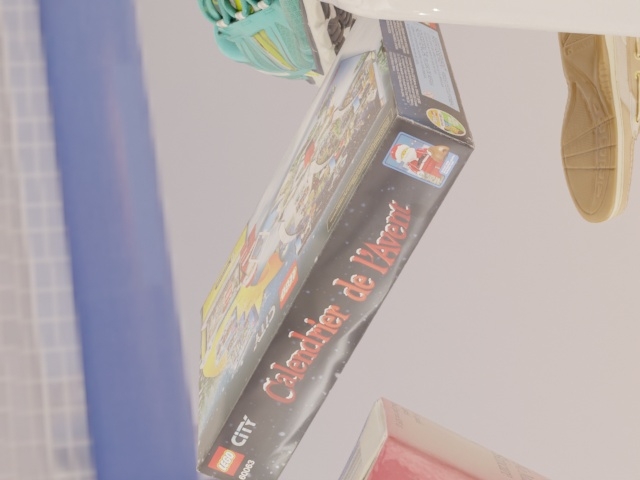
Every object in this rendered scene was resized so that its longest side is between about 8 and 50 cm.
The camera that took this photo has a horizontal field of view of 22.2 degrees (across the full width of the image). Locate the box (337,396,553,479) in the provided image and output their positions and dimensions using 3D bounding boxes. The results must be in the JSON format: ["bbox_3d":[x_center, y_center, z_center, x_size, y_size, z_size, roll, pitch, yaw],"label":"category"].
[{"bbox_3d":[0.126,0.246,1.356,0.127,0.232,0.148,-64,-176,6],"label":"box"}]

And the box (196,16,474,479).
[{"bbox_3d":[0.000,0.000,0.884,0.233,0.044,0.159,-61,-162,26],"label":"box"}]

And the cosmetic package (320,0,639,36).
[{"bbox_3d":[0.168,-0.141,0.516,0.197,0.365,0.155,-135,-130,-71],"label":"cosmetic package"}]

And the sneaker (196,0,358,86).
[{"bbox_3d":[-0.026,-0.151,1.049,0.275,0.110,0.107,112,-14,-82],"label":"sneaker"}]

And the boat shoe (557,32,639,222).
[{"bbox_3d":[0.210,-0.097,1.169,0.063,0.059,0.170,-6,-95,58],"label":"boat shoe"}]
